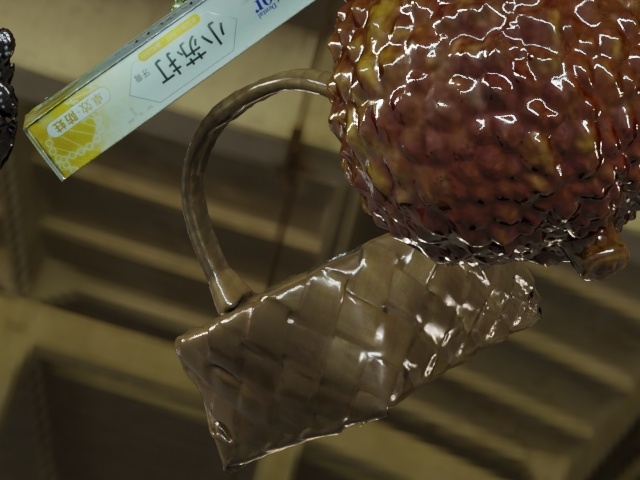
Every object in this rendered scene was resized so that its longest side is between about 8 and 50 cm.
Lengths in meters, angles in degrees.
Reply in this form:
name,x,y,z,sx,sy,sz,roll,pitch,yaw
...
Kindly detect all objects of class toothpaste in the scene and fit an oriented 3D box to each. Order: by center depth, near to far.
name,x,y,z,sx,sy,sz,roll,pitch,yaw
toothpaste,-0.128,-0.173,1.704,0.071,0.313,0.089,55,2,-14

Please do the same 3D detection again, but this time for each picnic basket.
name,x,y,z,sx,sy,sz,roll,pitch,yaw
picnic basket,0.000,0.000,1.674,0.337,0.337,0.293,30,-39,-33

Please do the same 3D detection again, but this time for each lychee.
name,x,y,z,sx,sy,sz,roll,pitch,yaw
lychee,0.112,-0.101,1.076,0.236,0.271,0.236,-13,-18,-4

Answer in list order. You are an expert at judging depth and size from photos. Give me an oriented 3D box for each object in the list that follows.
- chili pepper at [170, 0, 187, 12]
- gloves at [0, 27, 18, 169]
name,x,y,z,sx,sy,sz,roll,pitch,yaw
chili pepper,-0.116,-0.271,2.283,0.050,0.073,0.182,-40,-12,23
gloves,-0.271,-0.094,1.293,0.129,0.181,0.106,15,-28,-1
